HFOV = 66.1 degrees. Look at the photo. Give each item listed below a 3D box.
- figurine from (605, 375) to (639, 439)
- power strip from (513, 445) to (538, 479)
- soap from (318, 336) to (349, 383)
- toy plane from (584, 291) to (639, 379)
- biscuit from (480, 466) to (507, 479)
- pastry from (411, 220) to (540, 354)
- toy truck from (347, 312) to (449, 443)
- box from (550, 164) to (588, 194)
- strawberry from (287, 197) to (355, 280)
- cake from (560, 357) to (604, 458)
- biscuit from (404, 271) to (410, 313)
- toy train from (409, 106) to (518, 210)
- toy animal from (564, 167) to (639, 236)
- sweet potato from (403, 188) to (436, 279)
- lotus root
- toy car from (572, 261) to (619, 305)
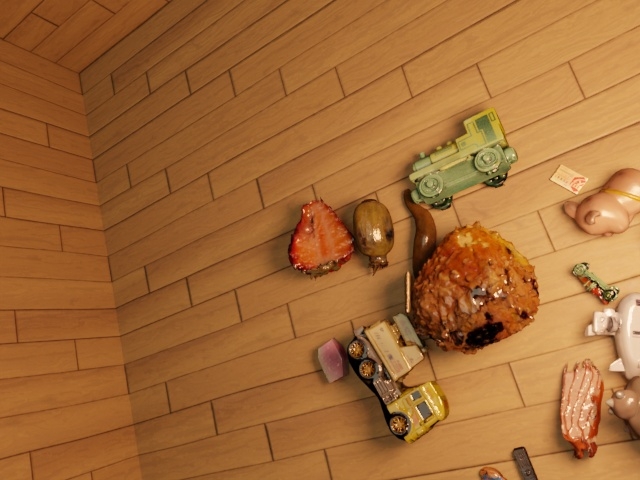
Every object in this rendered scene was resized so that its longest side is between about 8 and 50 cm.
[{"bbox_3d":[0.946,0.422,1.230,0.380,0.248,0.203,-25,43,32],"label":"figurine"},{"bbox_3d":[0.629,0.693,1.506,0.038,0.029,0.111,-27,71,23],"label":"power strip"},{"bbox_3d":[0.048,0.446,1.848,0.100,0.056,0.149,-34,69,19],"label":"soap"},{"bbox_3d":[0.878,0.268,1.380,0.244,0.117,0.245,-2,82,12],"label":"toy plane"},{"bbox_3d":[0.572,0.845,1.519,0.183,0.043,0.280,-30,67,26],"label":"biscuit"},{"bbox_3d":[0.477,0.159,1.500,0.337,0.292,0.405,28,88,55],"label":"pastry"},{"bbox_3d":[0.269,0.452,1.658,0.254,0.180,0.405,-36,65,13],"label":"toy truck"},{"bbox_3d":[0.781,-0.191,1.545,0.093,0.015,0.058,39,104,28],"label":"box"},{"bbox_3d":[-0.011,0.014,1.892,0.253,0.150,0.280,-35,65,0],"label":"strawberry"},{"bbox_3d":[0.756,0.485,1.423,0.098,0.135,0.287,-5,72,43],"label":"cake"},{"bbox_3d":[0.292,0.176,1.654,0.016,0.231,0.139,0,83,8],"label":"biscuit"},{"bbox_3d":[0.462,-0.260,1.665,0.369,0.150,0.237,-23,64,25],"label":"toy train"},{"bbox_3d":[0.859,-0.111,1.414,0.248,0.165,0.149,-35,92,6],"label":"toy animal"},{"bbox_3d":[0.353,-0.029,1.728,0.108,0.079,0.346,-16,73,39],"label":"sweet potato"},{"bbox_3d":[0.195,-0.013,1.769,0.154,0.154,0.278,-9,82,28],"label":"lotus root"},{"bbox_3d":[0.812,0.125,1.456,0.143,0.073,0.054,47,124,25],"label":"toy car"}]
